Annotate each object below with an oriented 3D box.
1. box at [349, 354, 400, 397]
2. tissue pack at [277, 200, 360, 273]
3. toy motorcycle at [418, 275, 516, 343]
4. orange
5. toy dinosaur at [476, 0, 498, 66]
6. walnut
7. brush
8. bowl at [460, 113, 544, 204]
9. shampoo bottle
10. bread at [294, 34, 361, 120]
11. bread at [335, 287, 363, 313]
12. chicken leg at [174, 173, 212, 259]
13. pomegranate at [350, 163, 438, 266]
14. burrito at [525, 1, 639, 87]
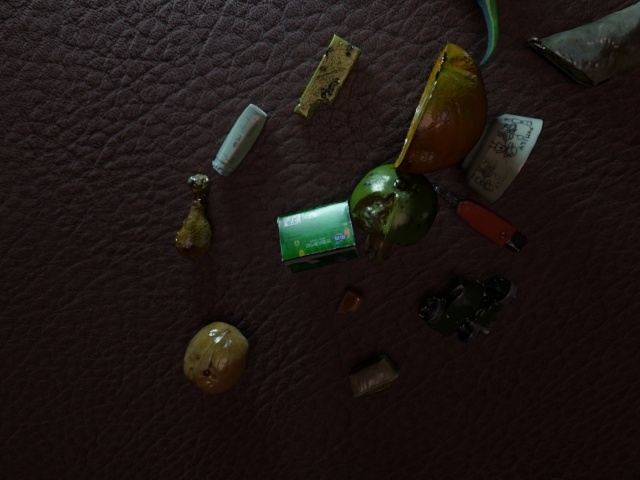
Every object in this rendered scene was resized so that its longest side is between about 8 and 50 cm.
[{"bbox_3d":[0.173,0.446,1.332,0.177,0.111,0.111,-29,103,11],"label":"box"},{"bbox_3d":[0.001,0.001,1.191,0.208,0.156,0.148,-13,62,8],"label":"tissue pack"},{"bbox_3d":[0.435,0.190,1.239,0.205,0.127,0.275,30,112,-5],"label":"toy motorcycle"},{"bbox_3d":[0.272,-0.302,0.988,0.310,0.274,0.274,-33,105,-23],"label":"orange"},{"bbox_3d":[0.249,-0.681,0.978,0.374,0.144,0.501,2,102,7],"label":"toy dinosaur"},{"bbox_3d":[-0.322,0.364,1.283,0.195,0.195,0.222,27,110,-6],"label":"walnut"},{"bbox_3d":[0.464,-0.069,1.195,0.323,0.051,0.070,33,112,-10],"label":"brush"},{"bbox_3d":[0.450,-0.223,1.067,0.126,0.237,0.238,27,106,11],"label":"bowl"},{"bbox_3d":[-0.228,-0.278,1.160,0.072,0.049,0.212,33,105,-12],"label":"shampoo bottle"},{"bbox_3d":[0.017,-0.424,1.106,0.088,0.049,0.226,29,106,-6],"label":"bread"},{"bbox_3d":[0.094,0.202,1.286,0.062,0.049,0.103,34,110,28],"label":"bread"},{"bbox_3d":[-0.363,-0.067,1.207,0.087,0.107,0.252,12,99,17],"label":"chicken leg"},{"bbox_3d":[0.194,-0.063,1.138,0.235,0.236,0.302,9,137,0],"label":"pomegranate"},{"bbox_3d":[0.717,-0.482,1.036,0.347,0.107,0.175,-17,92,5],"label":"burrito"}]
